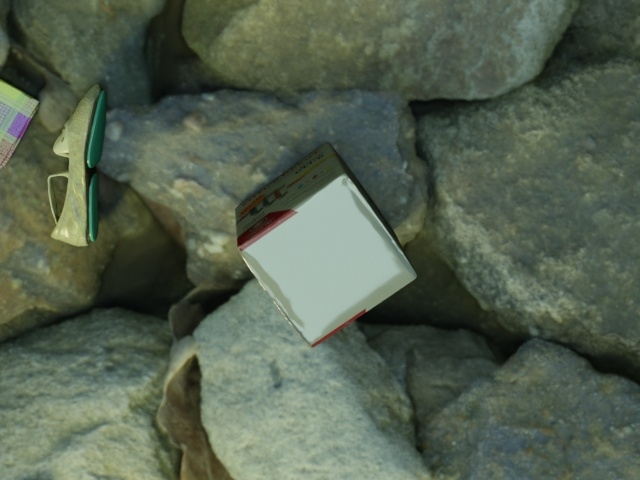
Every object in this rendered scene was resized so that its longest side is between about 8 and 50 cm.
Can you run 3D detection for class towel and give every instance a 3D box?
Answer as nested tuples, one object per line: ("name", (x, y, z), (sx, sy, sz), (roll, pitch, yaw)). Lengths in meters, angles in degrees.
("towel", (-0.326, -0.119, 1.421), (0.060, 0.009, 0.083), (30, 100, -12))

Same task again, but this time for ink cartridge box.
("ink cartridge box", (0.000, 0.000, 1.401), (0.128, 0.176, 0.127), (-35, 103, 4))

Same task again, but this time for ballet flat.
("ballet flat", (-0.247, -0.075, 1.419), (0.052, 0.057, 0.168), (7, 105, 2))
